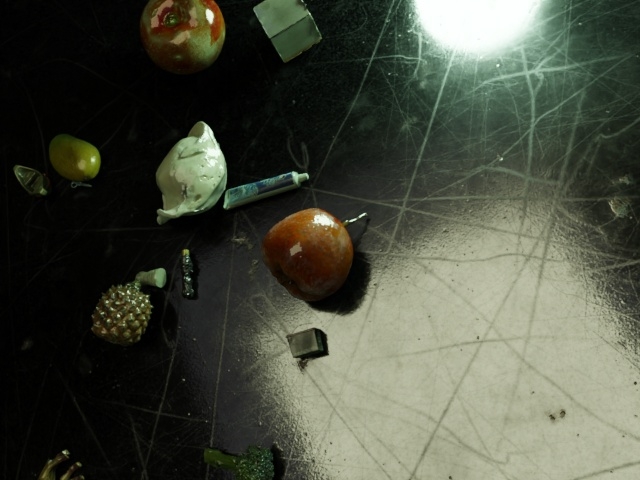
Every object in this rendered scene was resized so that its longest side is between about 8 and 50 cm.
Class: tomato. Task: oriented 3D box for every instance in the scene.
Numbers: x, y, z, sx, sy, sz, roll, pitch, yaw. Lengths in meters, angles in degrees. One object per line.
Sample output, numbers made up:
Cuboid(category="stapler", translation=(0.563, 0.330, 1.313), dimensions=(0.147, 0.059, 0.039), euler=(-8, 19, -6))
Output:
Cuboid(category="tomato", translation=(-0.429, -0.658, 1.893), dimensions=(0.270, 0.222, 0.270), euler=(-2, 82, 11))

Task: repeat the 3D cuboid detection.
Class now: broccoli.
Cuboid(category="broccoli", translation=(-0.211, 0.560, 1.483), dimensions=(0.204, 0.122, 0.118), euler=(1, 57, 33))

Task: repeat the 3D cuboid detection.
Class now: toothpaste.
Cuboid(category="toothpaste", translation=(-0.161, -0.151, 1.732), dimensions=(0.268, 0.047, 0.069), euler=(-15, 81, 16))

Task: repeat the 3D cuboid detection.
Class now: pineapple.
Cuboid(category="pineapple", translation=(-0.554, 0.196, 1.679), dimensions=(0.166, 0.166, 0.193), euler=(11, 69, 21))

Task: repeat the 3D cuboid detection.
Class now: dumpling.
Cuboid(category="dumpling", translation=(-0.392, -0.182, 1.777), dimensions=(0.243, 0.187, 0.318), euler=(-21, 49, 53))

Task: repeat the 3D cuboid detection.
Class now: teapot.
Cuboid(category="teapot", translation=(-0.498, 0.108, 1.747), dimensions=(0.083, 0.057, 0.067), euler=(-4, 33, 20))

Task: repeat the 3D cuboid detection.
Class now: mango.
Cuboid(category="mango", translation=(-0.817, -0.271, 1.959), dimensions=(0.238, 0.091, 0.137), euler=(22, 74, 29))

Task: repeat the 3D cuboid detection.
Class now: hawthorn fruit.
Cuboid(category="hawthorn fruit", translation=(-0.034, 0.021, 1.523), dimensions=(0.231, 0.235, 0.262), euler=(7, 82, 18))

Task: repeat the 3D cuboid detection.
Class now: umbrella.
Cuboid(category="umbrella", translation=(-0.387, 0.095, 1.721), dimensions=(0.040, 0.037, 0.143), euler=(-17, 70, 26))

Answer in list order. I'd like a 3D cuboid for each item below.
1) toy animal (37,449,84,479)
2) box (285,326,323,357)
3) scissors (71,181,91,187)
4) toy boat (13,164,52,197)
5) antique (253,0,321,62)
Cuboid(category="toy animal", translation=(-0.725, 0.712, 1.608), dimensions=(0.149, 0.054, 0.275), euler=(11, 73, 18))
Cuboid(category="box", translation=(-0.039, 0.266, 1.542), dimensions=(0.085, 0.060, 0.063), euler=(-17, 75, 11))
Cuboid(category="scissors", translation=(-0.788, -0.186, 1.964), dimensions=(0.083, 0.006, 0.036), euler=(13, 78, 21))
Cuboid(category="toy boat", translation=(-0.951, -0.193, 1.982), dimensions=(0.185, 0.071, 0.089), euler=(34, 85, 25))
Cuboid(category="antique", translation=(-0.096, -0.659, 1.827), dimensions=(0.147, 0.148, 0.152), euler=(-29, 65, 6))
